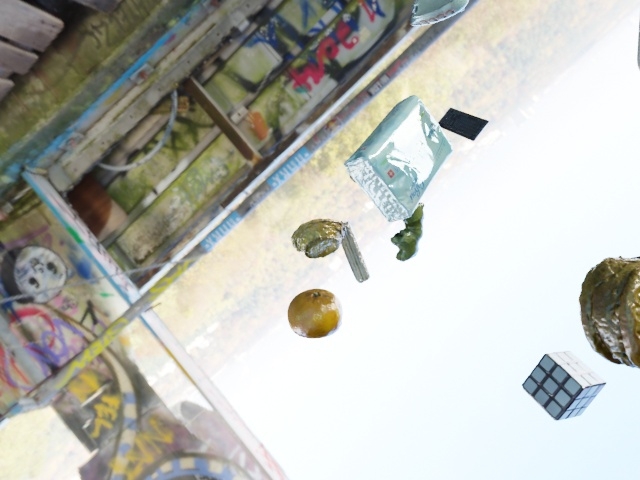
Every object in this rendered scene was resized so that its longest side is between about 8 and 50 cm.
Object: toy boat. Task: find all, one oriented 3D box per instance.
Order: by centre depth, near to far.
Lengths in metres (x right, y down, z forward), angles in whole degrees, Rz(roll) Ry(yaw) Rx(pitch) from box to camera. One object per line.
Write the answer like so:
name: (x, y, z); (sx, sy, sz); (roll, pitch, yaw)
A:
toy boat: (0.411, -0.803, 1.813); (0.208, 0.079, 0.134); (-13, -133, 30)

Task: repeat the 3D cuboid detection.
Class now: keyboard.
keyboard: (0.377, -0.313, 1.410); (0.067, 0.011, 0.202); (-53, -154, 10)

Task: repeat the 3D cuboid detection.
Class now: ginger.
ginger: (0.343, -0.040, 2.061); (0.089, 0.137, 0.289); (-103, -163, -55)

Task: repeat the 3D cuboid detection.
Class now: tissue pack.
tissue pack: (0.190, -0.192, 1.198); (0.089, 0.177, 0.263); (-18, -153, 53)

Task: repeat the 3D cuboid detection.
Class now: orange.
orange: (-0.020, 0.281, 2.027); (0.219, 0.219, 0.193); (-25, 129, -71)

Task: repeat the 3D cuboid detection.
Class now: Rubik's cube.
Rubik's cube: (0.803, 0.479, 1.741); (0.162, 0.160, 0.163); (6, 120, -37)

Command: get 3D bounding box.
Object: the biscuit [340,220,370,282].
biscuit: (0.120, 0.042, 1.938); (0.062, 0.238, 0.108); (-22, 176, 4)

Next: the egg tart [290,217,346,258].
egg tart: (0.000, 0.000, 1.725); (0.191, 0.074, 0.191); (-13, 145, -9)

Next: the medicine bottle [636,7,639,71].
medicine bottle: (0.923, -0.586, 1.327); (0.282, 0.375, 0.123); (1, -176, -26)

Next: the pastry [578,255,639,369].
pastry: (0.656, 0.149, 1.100); (0.235, 0.240, 0.132); (10, 173, -30)

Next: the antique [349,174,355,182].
antique: (0.159, -0.263, 2.028); (0.104, 0.104, 0.104); (-40, 175, -5)
